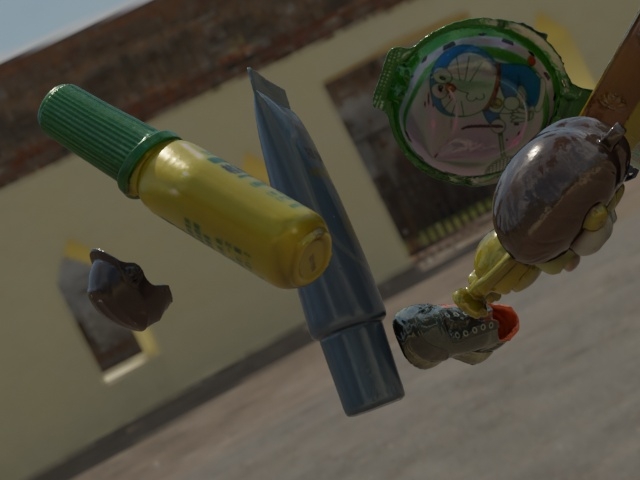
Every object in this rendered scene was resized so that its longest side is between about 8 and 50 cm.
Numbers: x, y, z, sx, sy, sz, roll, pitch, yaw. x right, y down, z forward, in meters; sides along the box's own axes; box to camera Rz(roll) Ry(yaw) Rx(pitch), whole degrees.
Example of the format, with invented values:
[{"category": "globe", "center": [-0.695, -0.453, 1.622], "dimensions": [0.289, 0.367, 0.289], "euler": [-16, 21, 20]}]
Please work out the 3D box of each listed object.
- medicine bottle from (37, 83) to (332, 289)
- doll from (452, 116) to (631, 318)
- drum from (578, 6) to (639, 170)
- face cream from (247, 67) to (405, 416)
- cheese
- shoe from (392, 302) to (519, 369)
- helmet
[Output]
[{"category": "medicine bottle", "center": [-0.130, -0.053, 1.356], "dimensions": [0.076, 0.309, 0.111], "euler": [-57, -20, -10]}, {"category": "doll", "center": [0.178, -0.019, 1.155], "dimensions": [0.145, 0.096, 0.188], "euler": [-42, -14, -32]}, {"category": "drum", "center": [0.430, -0.231, 1.433], "dimensions": [0.431, 0.214, 0.431], "euler": [-59, -5, -9]}, {"category": "face cream", "center": [0.000, 0.000, 1.627], "dimensions": [0.086, 0.385, 0.135], "euler": [-21, -10, 13]}, {"category": "cheese", "center": [0.217, -0.141, 1.649], "dimensions": [0.083, 0.320, 0.204], "euler": [-93, 19, -61]}, {"category": "shoe", "center": [0.152, 0.095, 1.652], "dimensions": [0.077, 0.074, 0.194], "euler": [-32, -21, 28]}, {"category": "helmet", "center": [-0.252, 0.070, 1.894], "dimensions": [0.098, 0.123, 0.070], "euler": [-15, 48, 62]}]
